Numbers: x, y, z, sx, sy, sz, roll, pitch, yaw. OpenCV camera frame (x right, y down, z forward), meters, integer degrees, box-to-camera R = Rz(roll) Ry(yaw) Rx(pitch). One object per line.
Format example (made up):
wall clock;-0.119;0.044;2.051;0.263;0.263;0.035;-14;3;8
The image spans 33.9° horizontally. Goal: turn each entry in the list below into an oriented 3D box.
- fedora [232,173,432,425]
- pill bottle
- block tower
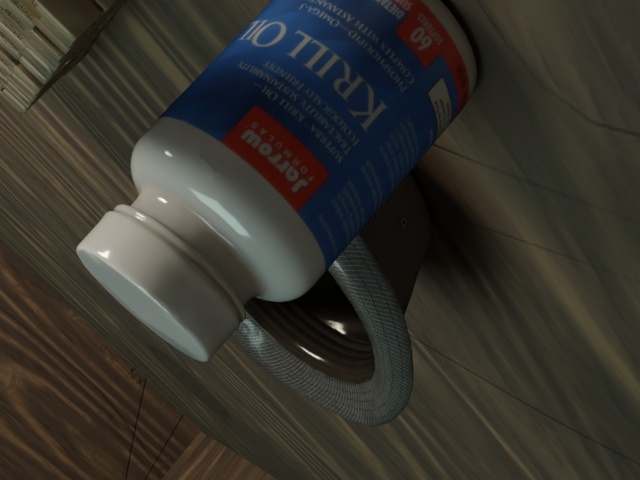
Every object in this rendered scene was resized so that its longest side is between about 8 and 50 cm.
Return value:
fedora;0.000;0.000;0.800;0.243;0.124;0.275;21;146;42
pill bottle;-0.024;-0.045;0.578;0.124;0.221;0.124;35;162;13
block tower;-0.234;-0.189;0.879;0.097;0.091;0.335;46;162;-15
